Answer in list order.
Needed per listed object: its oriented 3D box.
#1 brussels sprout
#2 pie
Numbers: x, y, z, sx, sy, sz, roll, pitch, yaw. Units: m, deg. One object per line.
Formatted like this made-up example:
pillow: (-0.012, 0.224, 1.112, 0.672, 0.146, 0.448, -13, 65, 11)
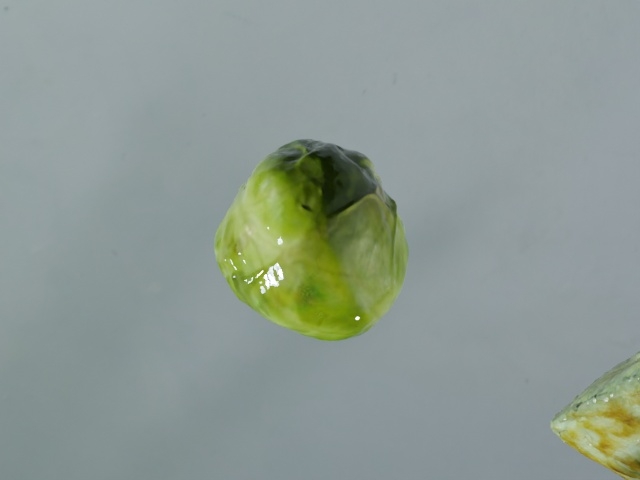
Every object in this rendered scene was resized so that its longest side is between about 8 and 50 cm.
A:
brussels sprout: (0.000, 0.000, 1.151, 0.223, 0.223, 0.161, 45, 141, -7)
pie: (0.290, 0.121, 0.808, 0.201, 0.090, 0.248, 21, 145, -16)
